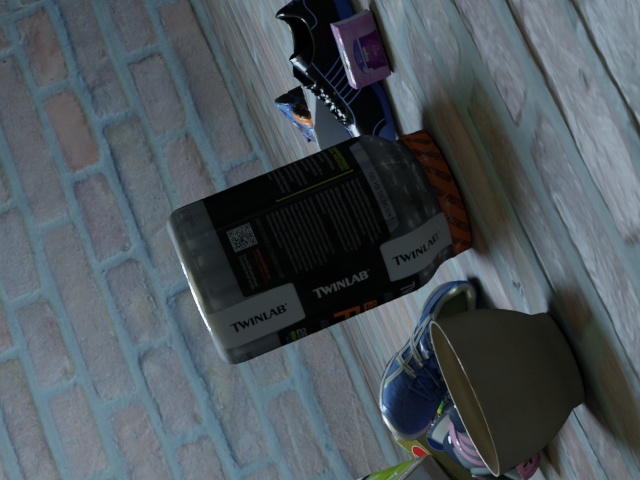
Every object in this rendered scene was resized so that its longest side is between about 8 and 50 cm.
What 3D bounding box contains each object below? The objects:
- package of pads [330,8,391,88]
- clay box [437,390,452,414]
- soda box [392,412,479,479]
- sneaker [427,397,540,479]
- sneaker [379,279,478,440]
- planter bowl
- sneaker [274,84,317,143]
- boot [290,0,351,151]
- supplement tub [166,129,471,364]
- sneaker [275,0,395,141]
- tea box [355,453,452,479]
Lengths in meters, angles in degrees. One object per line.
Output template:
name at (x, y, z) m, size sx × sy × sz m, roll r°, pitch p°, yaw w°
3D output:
package of pads at (0.048, -0.226, 1.598) m, size 0.032 × 0.050 × 0.083 m, roll -136°, pitch 24°, yaw -66°
clay box at (0.190, 0.242, 2.088) m, size 0.222 × 0.053 × 0.127 m, roll -159°, pitch 44°, yaw -81°
soda box at (0.190, 0.316, 1.957) m, size 0.181 × 0.058 × 0.061 m, roll 40°, pitch 153°, yaw 20°
sneaker at (0.215, 0.215, 1.584) m, size 0.131 × 0.112 × 0.319 m, roll 44°, pitch 169°, yaw 11°
sneaker at (0.130, 0.136, 1.614) m, size 0.081 × 0.080 × 0.211 m, roll 121°, pitch 171°, yaw -73°
planter bowl at (0.187, 0.133, 1.313) m, size 0.162 × 0.109 × 0.162 m, roll 158°, pitch 90°, yaw -84°
sneaker at (-0.018, -0.206, 2.267) m, size 0.087 × 0.083 × 0.221 m, roll 64°, pitch 179°, yaw -23°
boot at (0.018, -0.217, 1.833) m, size 0.123 × 0.095 × 0.258 m, roll -105°, pitch 3°, yaw -80°
supplement tub at (0.000, 0.000, 1.557) m, size 0.193 × 0.316 × 0.194 m, roll 158°, pitch 90°, yaw -86°
sneaker at (0.017, -0.201, 1.718) m, size 0.081 × 0.090 × 0.232 m, roll -12°, pitch 100°, yaw 65°
tea box at (0.131, 0.529, 2.009) m, size 0.329 × 0.220 × 0.323 m, roll 50°, pitch 153°, yaw -1°
